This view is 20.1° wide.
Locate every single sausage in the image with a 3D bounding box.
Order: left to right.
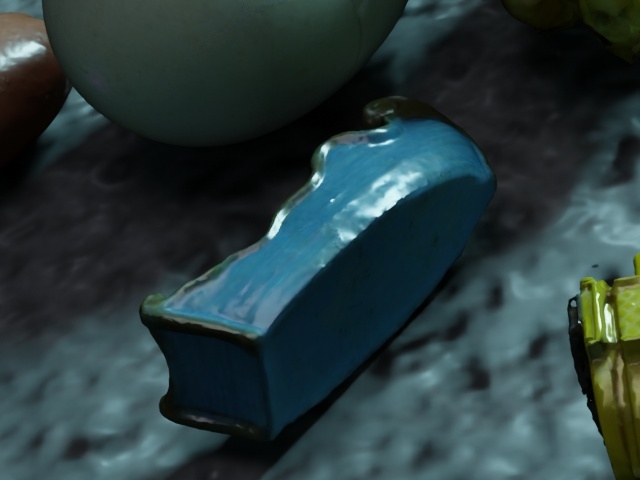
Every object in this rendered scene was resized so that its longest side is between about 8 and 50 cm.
[{"bbox_3d":[-0.195,-0.045,0.868,0.077,0.077,0.194,16,48,37],"label":"sausage"}]

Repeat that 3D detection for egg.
[{"bbox_3d":[-0.035,-0.132,0.843,0.151,0.151,0.209,21,51,41],"label":"egg"}]

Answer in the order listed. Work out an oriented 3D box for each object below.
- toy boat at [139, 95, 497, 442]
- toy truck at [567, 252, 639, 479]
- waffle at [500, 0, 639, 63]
[{"bbox_3d":[0.000,0.000,0.722,0.077,0.075,0.185,24,51,32],"label":"toy boat"},{"bbox_3d":[0.195,0.044,0.549,0.227,0.114,0.098,-10,37,12],"label":"toy truck"},{"bbox_3d":[0.217,-0.198,0.811,0.324,0.151,0.261,-3,33,8],"label":"waffle"}]
